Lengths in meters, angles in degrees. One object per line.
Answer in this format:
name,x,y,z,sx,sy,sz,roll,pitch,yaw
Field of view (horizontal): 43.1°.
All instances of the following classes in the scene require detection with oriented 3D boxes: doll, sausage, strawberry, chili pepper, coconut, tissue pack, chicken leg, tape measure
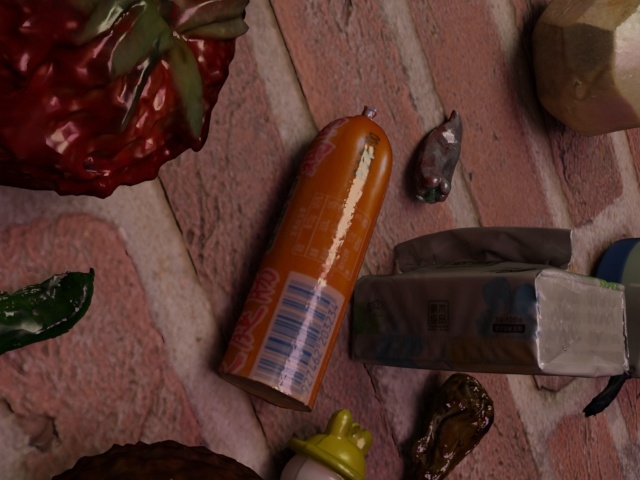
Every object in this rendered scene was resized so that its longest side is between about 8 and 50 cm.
doll,-0.020,0.267,0.727,0.135,0.099,0.241,33,66,-12
sausage,0.000,0.000,0.770,0.093,0.093,0.312,35,65,-34
strawberry,-0.192,-0.168,0.553,0.261,0.258,0.261,10,90,-68
chili pepper,0.135,-0.092,0.930,0.050,0.041,0.153,65,32,-42
coconut,0.388,-0.241,1.042,0.197,0.237,0.237,53,56,-27
tissue pack,0.165,0.060,0.816,0.159,0.229,0.145,9,81,-41
chili pepper,-0.284,0.022,0.537,0.279,0.065,0.122,34,56,-37
chicken leg,0.129,0.225,0.886,0.178,0.070,0.093,-55,147,-15
tape measure,0.431,0.108,1.133,0.351,0.098,0.215,-6,93,-44

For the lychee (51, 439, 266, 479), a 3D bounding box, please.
lychee,-0.112,0.265,0.542,0.261,0.261,0.260,4,84,-41
